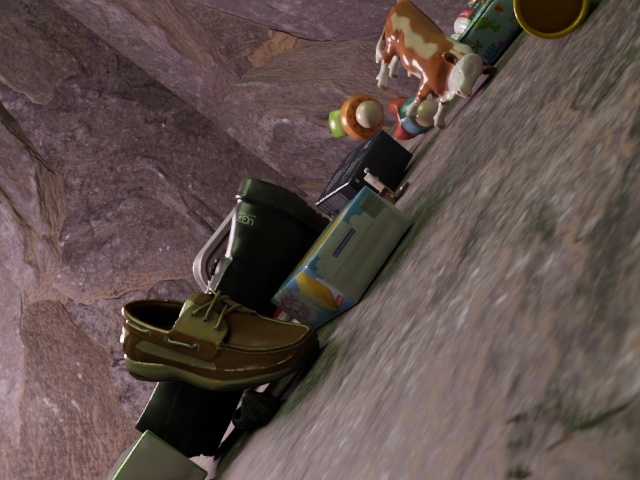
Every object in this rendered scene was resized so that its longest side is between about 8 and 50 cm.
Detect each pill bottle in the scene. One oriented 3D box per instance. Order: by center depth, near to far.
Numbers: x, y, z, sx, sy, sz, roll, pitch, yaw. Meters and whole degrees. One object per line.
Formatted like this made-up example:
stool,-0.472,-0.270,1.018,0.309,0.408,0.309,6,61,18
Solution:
pill bottle,0.359,-0.478,2.123,0.180,0.108,0.108,-53,3,-5

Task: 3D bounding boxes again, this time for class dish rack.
dish rack,-0.154,0.054,2.191,0.072,0.285,0.332,-4,38,37

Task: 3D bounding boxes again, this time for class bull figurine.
bull figurine,0.209,-0.335,1.853,0.310,0.101,0.188,59,137,39

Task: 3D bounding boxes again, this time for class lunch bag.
lunch bag,0.350,-0.436,1.919,0.219,0.090,0.176,-52,4,20

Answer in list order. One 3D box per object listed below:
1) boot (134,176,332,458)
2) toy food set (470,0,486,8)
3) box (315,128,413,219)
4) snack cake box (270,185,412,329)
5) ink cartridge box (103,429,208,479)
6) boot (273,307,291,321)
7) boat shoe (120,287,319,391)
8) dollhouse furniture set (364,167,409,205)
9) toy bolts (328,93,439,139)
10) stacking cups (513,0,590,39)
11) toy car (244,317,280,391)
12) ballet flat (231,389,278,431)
boot,-0.113,0.154,1.643,0.367,0.146,0.445,33,-106,-60
toy food set,0.351,-0.536,1.965,0.132,0.038,0.192,-53,-8,25
box,0.090,-0.126,2.012,0.156,0.093,0.158,-58,13,-28
snack cake box,0.025,0.034,1.437,0.152,0.089,0.264,-55,3,-20
ink cartridge box,-0.309,0.438,1.521,0.207,0.119,0.353,-57,5,-25
boot,-0.138,0.121,2.098,0.244,0.176,0.088,-55,8,-13
boat shoe,-0.161,0.134,1.360,0.324,0.119,0.122,-4,21,29
dollhouse furniture set,0.092,-0.080,1.800,0.091,0.081,0.114,-54,3,-27
toy bolts,0.166,-0.240,2.163,0.229,0.218,0.158,-20,7,-18
stacking cups,0.315,-0.342,1.349,0.096,0.096,0.316,-52,3,19
toy car,-0.159,0.203,1.824,0.182,0.136,0.159,-54,3,-16
ballet flat,-0.100,0.236,1.365,0.057,0.049,0.173,-54,3,-23
